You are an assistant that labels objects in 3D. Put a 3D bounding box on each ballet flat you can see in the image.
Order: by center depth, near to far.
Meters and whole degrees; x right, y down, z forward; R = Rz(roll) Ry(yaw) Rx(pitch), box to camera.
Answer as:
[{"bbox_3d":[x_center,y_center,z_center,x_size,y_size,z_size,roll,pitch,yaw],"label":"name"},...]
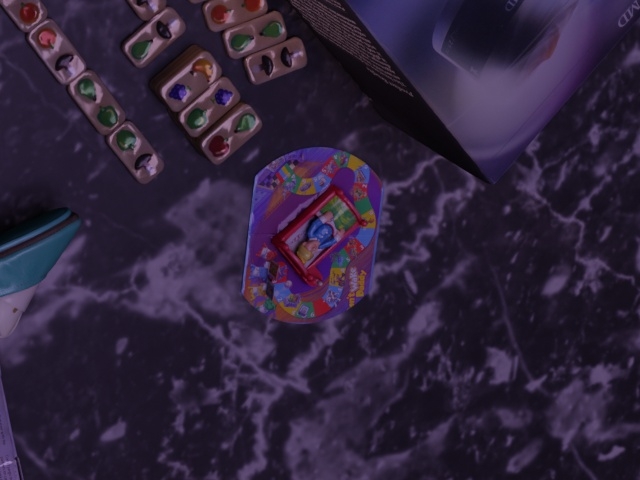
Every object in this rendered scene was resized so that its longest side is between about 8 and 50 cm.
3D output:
[{"bbox_3d":[-0.306,0.054,1.653,0.247,0.083,0.087,-23,101,-11],"label":"ballet flat"}]

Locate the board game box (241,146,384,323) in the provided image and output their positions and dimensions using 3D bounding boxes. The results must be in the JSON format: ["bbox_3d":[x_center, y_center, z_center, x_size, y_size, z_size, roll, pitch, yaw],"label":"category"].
[{"bbox_3d":[0.000,0.000,1.809,0.133,0.033,0.169,2,104,-25],"label":"board game box"}]

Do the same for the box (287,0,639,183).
[{"bbox_3d":[0.129,-0.262,1.676,0.296,0.183,0.294,-49,135,-5],"label":"box"}]

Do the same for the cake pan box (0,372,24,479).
[{"bbox_3d":[-0.375,0.242,1.685,0.245,0.070,0.267,-15,110,-18],"label":"cake pan box"}]

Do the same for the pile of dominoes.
[{"bbox_3d":[-0.137,-0.183,1.691,0.196,0.040,0.251,-41,117,-9],"label":"pile of dominoes"}]
